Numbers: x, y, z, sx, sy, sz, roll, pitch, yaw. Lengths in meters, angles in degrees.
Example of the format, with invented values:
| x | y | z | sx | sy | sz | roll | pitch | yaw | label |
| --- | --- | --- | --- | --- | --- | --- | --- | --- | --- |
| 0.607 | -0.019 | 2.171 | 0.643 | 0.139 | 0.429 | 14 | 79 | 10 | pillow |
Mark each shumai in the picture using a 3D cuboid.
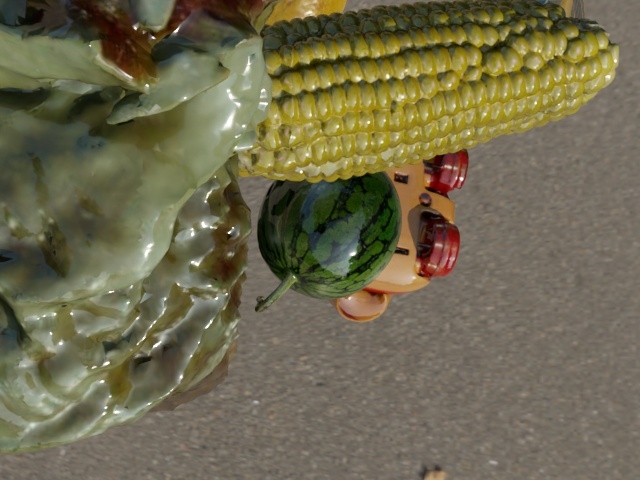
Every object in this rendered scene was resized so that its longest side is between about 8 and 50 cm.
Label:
| x | y | z | sx | sy | sz | roll | pitch | yaw | label |
| --- | --- | --- | --- | --- | --- | --- | --- | --- | --- |
| -0.125 | -0.056 | 0.469 | 0.256 | 0.218 | 0.189 | 50 | 39 | 13 | shumai |

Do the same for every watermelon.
| x | y | z | sx | sy | sz | roll | pitch | yaw | label |
| --- | --- | --- | --- | --- | --- | --- | --- | --- | --- |
| 0.000 | 0.000 | 1.083 | 0.141 | 0.141 | 0.187 | 42 | 61 | -17 | watermelon |

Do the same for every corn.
| x | y | z | sx | sy | sz | roll | pitch | yaw | label |
| --- | --- | --- | --- | --- | --- | --- | --- | --- | --- |
| 0.061 | -0.122 | 0.878 | 0.347 | 0.130 | 0.130 | -11 | 91 | -13 | corn |

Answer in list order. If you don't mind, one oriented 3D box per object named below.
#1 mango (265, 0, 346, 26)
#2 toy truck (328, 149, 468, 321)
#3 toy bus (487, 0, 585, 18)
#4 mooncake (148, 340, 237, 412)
| x | y | z | sx | sy | sz | roll | pitch | yaw | label |
| --- | --- | --- | --- | --- | --- | --- | --- | --- | --- |
| -0.037 | -0.291 | 1.339 | 0.147 | 0.109 | 0.227 | 1 | 95 | -20 | mango |
| 0.076 | -0.026 | 1.549 | 0.189 | 0.239 | 0.265 | 12 | 72 | -12 | toy truck |
| 0.200 | -0.211 | 1.047 | 0.091 | 0.182 | 0.103 | 11 | 82 | 18 | toy bus |
| -0.243 | 0.086 | 1.170 | 0.324 | 0.324 | 0.187 | -4 | 72 | -26 | mooncake |
